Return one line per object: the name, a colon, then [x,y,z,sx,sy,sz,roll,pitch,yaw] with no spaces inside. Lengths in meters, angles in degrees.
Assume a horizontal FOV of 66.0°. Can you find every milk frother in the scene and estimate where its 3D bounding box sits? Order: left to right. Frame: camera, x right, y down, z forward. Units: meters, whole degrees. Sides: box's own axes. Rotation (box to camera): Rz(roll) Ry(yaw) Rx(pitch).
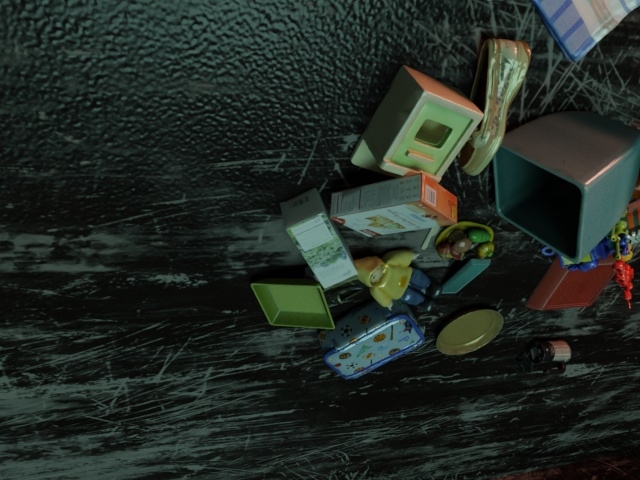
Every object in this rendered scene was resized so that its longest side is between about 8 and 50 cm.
milk frother: [0.837,0.438,1.857,0.135,0.129,0.143,5,172,-22]

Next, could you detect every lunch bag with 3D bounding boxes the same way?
lunch bag: [0.162,0.296,1.482,0.304,0.114,0.243,-27,136,9]

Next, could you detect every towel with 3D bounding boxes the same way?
towel: [0.554,-0.501,0.926,0.285,0.034,0.209,-42,130,21]

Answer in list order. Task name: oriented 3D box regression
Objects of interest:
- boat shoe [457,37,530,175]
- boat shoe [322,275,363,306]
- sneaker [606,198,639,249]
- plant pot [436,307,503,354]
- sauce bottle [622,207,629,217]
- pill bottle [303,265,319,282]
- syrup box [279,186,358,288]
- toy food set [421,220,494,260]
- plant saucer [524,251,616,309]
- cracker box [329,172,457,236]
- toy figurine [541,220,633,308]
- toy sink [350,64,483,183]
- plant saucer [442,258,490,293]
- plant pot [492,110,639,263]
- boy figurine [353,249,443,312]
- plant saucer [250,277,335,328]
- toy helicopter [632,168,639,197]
boat shoe: [0.335,-0.273,1.027,0.090,0.104,0.285,3,120,-15]
boat shoe: [0.047,0.149,1.348,0.152,0.049,0.056,-34,133,14]
sneaker: [0.934,-0.045,1.410,0.302,0.121,0.108,-38,132,18]
plant pot: [0.493,0.299,1.647,0.237,0.032,0.236,-10,134,-10]
sauce bottle: [0.805,-0.090,1.383,0.128,0.042,0.042,9,128,-19]
pill bottle: [-0.024,0.107,1.290,0.044,0.043,0.083,-3,133,-16]
syrup box: [0.000,0.000,1.163,0.093,0.096,0.236,-24,135,7]
toy food set: [0.384,0.017,1.322,0.218,0.071,0.128,9,128,-25]
plant saucer: [0.834,0.137,1.599,0.259,0.047,0.258,-1,131,-16]
cracker box: [0.157,-0.070,1.073,0.232,0.067,0.156,-8,160,40]
toy figurine: [0.717,0.020,1.360,0.217,0.191,0.362,-4,137,38]
toy sink: [0.188,-0.205,1.010,0.153,0.131,0.234,13,127,-27]
plant saucer: [0.410,0.106,1.413,0.067,0.018,0.192,2,149,-19]
plant pot: [0.578,-0.154,1.123,0.252,0.247,0.247,-35,135,-11]
boy figurine: [0.203,0.098,1.314,0.285,0.092,0.177,26,97,-37]
plant saucer: [-0.064,0.156,1.285,0.188,0.045,0.188,1,138,17]
toy helicopter: [0.830,-0.218,1.167,0.140,0.235,0.354,2,120,24]
